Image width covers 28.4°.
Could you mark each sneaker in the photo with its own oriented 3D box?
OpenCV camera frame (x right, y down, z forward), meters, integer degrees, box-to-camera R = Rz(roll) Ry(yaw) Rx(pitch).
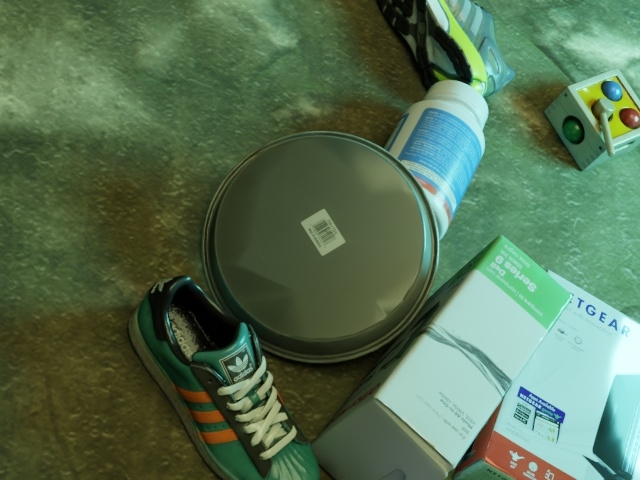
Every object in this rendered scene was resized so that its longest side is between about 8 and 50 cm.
[{"bbox_3d":[-0.101,0.170,1.424,0.108,0.121,0.302,-37,83,-34],"label":"sneaker"},{"bbox_3d":[0.178,-0.327,1.836,0.121,0.111,0.300,-14,76,-40],"label":"sneaker"}]

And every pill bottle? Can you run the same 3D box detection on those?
[{"bbox_3d":[0.146,-0.108,1.681,0.124,0.124,0.221,33,56,-5],"label":"pill bottle"}]

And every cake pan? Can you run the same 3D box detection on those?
[{"bbox_3d":[0.000,0.000,1.529,0.293,0.054,0.293,0,77,-1],"label":"cake pan"}]

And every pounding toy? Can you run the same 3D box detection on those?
[{"bbox_3d":[0.412,-0.173,1.846,0.141,0.100,0.130,-22,74,-32],"label":"pounding toy"}]

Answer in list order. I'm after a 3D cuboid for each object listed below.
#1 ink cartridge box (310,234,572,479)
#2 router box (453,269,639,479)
[{"bbox_3d":[0.139,0.159,1.481,0.121,0.211,0.289,42,55,1],"label":"ink cartridge box"},{"bbox_3d":[0.368,0.246,1.615,0.335,0.082,0.301,30,56,-7],"label":"router box"}]
